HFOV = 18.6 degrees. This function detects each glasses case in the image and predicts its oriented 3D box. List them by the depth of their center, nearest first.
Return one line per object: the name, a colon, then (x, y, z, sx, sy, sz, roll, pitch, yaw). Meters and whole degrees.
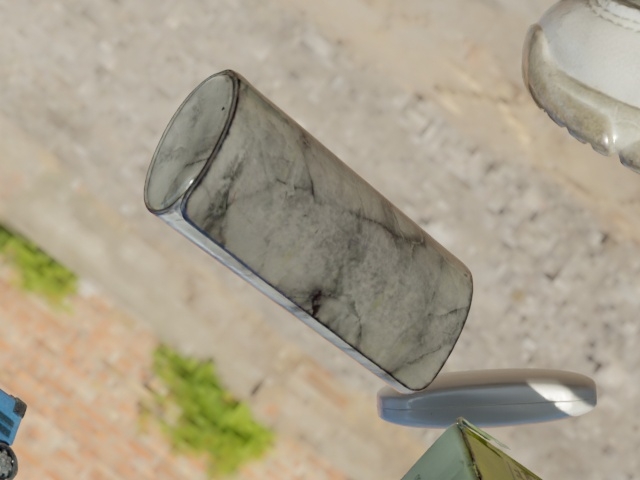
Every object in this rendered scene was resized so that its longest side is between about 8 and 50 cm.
glasses case: (0.000, 0.000, 1.382, 0.060, 0.114, 0.299, 11, 161, 44)
glasses case: (0.146, 0.139, 1.713, 0.193, 0.049, 0.074, -2, -175, -2)

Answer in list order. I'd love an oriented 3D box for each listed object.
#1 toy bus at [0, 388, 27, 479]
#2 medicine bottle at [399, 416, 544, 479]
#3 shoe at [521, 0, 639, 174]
toy bus: (-0.375, 0.229, 1.821, 0.116, 0.234, 0.133, -16, 135, 35)
medicine bottle: (0.161, 0.265, 1.448, 0.250, 0.141, 0.137, 34, -162, -19)
shoe: (0.288, -0.113, 1.045, 0.351, 0.198, 0.172, 10, -170, 0)
